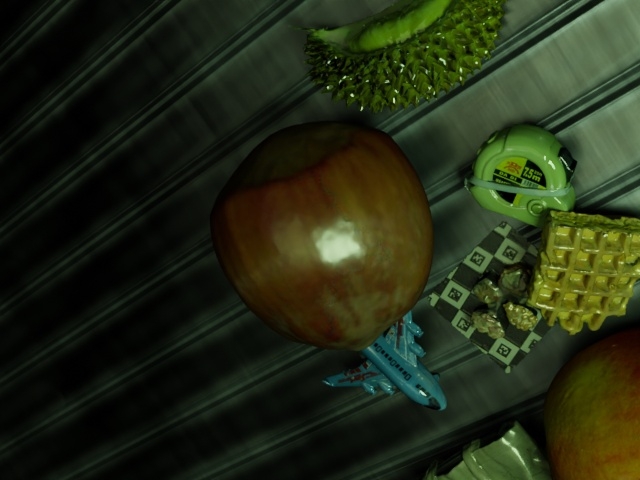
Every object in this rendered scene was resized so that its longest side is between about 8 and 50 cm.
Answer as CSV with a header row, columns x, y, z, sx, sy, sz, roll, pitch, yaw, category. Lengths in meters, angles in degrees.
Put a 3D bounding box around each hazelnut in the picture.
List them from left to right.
x,y,z,sx,sy,sz,roll,pitch,yaw,category
-0.004,-0.008,1.440,0.366,0.366,0.365,8,111,22,hazelnut

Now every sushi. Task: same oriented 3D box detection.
x,y,z,sx,sy,sz,roll,pitch,yaw,category
0.299,0.101,1.501,0.193,0.040,0.210,41,119,6,sushi

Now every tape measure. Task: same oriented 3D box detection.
x,y,z,sx,sy,sz,roll,pitch,yaw,category
0.311,-0.102,1.396,0.178,0.087,0.154,18,128,14,tape measure

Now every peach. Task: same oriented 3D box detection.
x,y,z,sx,sy,sz,roll,pitch,yaw,category
0.507,0.272,1.328,0.381,0.306,0.242,-13,109,32,peach

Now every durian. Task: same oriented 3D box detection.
x,y,z,sx,sy,sz,roll,pitch,yaw,category
0.132,-0.307,1.414,0.352,0.158,0.169,-19,65,28,durian

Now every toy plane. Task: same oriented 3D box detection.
x,y,z,sx,sy,sz,roll,pitch,yaw,category
0.114,0.195,1.580,0.271,0.105,0.254,38,119,7,toy plane

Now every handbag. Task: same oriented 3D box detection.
x,y,z,sx,sy,sz,roll,pitch,yaw,category
0.307,0.465,1.584,0.253,0.109,0.316,48,126,-2,handbag

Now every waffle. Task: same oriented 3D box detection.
x,y,z,sx,sy,sz,roll,pitch,yaw,category
0.401,0.058,1.394,0.161,0.055,0.210,6,125,-3,waffle

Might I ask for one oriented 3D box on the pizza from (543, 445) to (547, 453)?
x,y,z,sx,sy,sz,roll,pitch,yaw,category
0.414,0.385,1.561,0.100,0.029,0.099,45,128,6,pizza
